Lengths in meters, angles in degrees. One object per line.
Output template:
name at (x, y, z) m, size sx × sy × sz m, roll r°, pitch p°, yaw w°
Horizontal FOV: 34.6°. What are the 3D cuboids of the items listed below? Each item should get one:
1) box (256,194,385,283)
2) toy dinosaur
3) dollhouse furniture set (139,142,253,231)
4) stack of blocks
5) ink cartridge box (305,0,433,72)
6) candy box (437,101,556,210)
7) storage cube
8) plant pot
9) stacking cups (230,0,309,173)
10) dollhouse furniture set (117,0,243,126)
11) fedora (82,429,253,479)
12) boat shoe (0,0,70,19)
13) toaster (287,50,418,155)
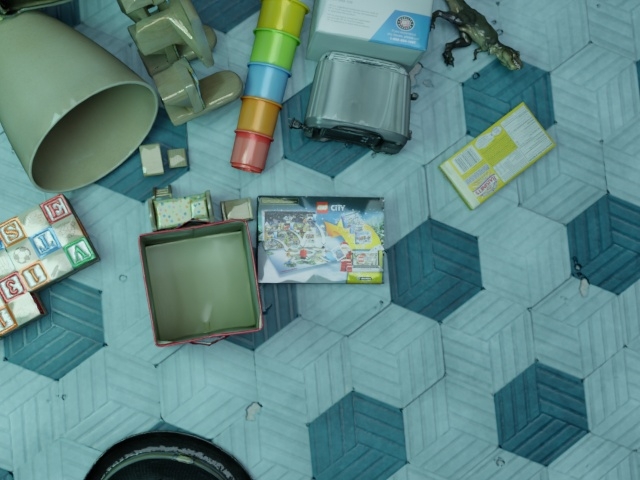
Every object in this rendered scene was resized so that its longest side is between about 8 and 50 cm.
box at (0.000, 0.000, 1.869) m, size 0.233 × 0.044 × 0.159 m, roll 1°, pitch 85°, yaw -7°
toy dinosaur at (0.263, -0.403, 1.927) m, size 0.118 × 0.064 × 0.268 m, roll -36°, pitch 88°, yaw -15°
dollhouse furniture set at (-0.219, -0.105, 1.823) m, size 0.182 × 0.101 × 0.161 m, roll -9°, pitch 87°, yaw -7°
stack of blocks at (-0.537, 0.064, 1.779) m, size 0.297 × 0.087 × 0.171 m, roll -29°, pitch 89°, yaw -8°
ink cartridge box at (0.096, -0.461, 1.840) m, size 0.198 × 0.197 × 0.270 m, roll 9°, pitch 85°, yaw -5°
candy box at (0.332, -0.159, 1.929) m, size 0.206 × 0.027 × 0.105 m, roll -37°, pitch 93°, yaw -8°
storage cube at (-0.204, 0.074, 1.765) m, size 0.183 × 0.193 × 0.215 m, roll -9°, pitch 86°, yaw -7°
plant pot at (-0.462, -0.265, 1.754) m, size 0.256 × 0.256 × 0.274 m, roll -40°, pitch 74°, yaw -8°
stacking cups at (-0.106, -0.282, 1.861) m, size 0.096 × 0.096 × 0.316 m, roll 16°, pitch 87°, yaw -5°
dollhouse furniture set at (-0.238, -0.476, 1.735) m, size 0.256 × 0.362 × 0.394 m, roll -25°, pitch 59°, yaw -6°
fedora at (-0.257, 0.485, 1.746) m, size 0.334 × 0.152 × 0.334 m, roll 0°, pitch 86°, yaw -6°
boat shoe at (-0.519, -0.417, 1.682) m, size 0.305 × 0.109 × 0.091 m, roll -11°, pitch 64°, yaw 11°
toaster at (0.061, -0.249, 1.857) m, size 0.227 × 0.129 × 0.146 m, roll 10°, pitch 80°, yaw -4°
